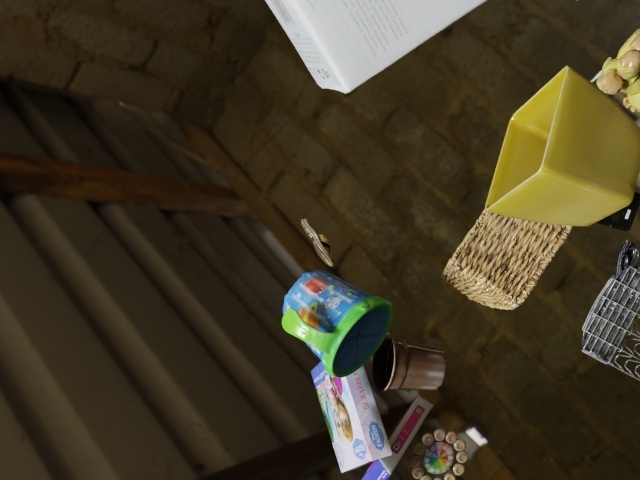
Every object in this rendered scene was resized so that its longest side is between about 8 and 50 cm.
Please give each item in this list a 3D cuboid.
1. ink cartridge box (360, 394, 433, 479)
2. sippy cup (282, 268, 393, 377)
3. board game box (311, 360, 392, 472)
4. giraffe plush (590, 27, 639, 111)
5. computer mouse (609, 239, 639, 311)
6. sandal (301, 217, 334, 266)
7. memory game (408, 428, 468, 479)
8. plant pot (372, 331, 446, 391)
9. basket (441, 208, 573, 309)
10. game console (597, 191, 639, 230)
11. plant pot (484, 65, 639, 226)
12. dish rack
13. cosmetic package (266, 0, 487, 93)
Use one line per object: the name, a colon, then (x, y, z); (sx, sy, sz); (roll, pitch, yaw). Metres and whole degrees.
ink cartridge box: (0.205, 0.628, 2.292); (0.069, 0.175, 0.371); (33, -138, 9)
sippy cup: (0.031, 0.196, 2.019); (0.224, 0.240, 0.305); (37, 166, 30)
board game box: (0.079, 0.478, 2.210); (0.066, 0.318, 0.317); (-12, -109, -18)
giraffe plush: (0.771, -0.380, 1.895); (0.170, 0.181, 0.210); (38, 156, 0)
computer mouse: (0.865, 0.124, 2.056); (0.272, 0.188, 0.072); (19, 172, -17)
sandal: (0.000, 0.000, 2.503); (0.180, 0.049, 0.072); (58, 166, 9)
memory game: (0.347, 0.639, 2.283); (0.186, 0.186, 0.012); (30, 179, -16)
plant pot: (0.249, 0.345, 2.170); (0.165, 0.166, 0.167); (9, -152, -15)
basket: (0.499, 0.036, 2.116); (0.223, 0.299, 0.213); (33, 166, 11)
game console: (0.572, -0.089, 1.534); (0.107, 0.071, 0.122); (19, 152, 19)
plant pot: (0.440, -0.139, 1.374); (0.187, 0.212, 0.212); (22, 160, -6)
dish rack: (0.638, 0.180, 1.492); (0.272, 0.208, 0.074); (28, -177, -2)
cosmetic package: (0.107, -0.596, 1.853); (0.327, 0.394, 0.329); (56, 179, -17)
